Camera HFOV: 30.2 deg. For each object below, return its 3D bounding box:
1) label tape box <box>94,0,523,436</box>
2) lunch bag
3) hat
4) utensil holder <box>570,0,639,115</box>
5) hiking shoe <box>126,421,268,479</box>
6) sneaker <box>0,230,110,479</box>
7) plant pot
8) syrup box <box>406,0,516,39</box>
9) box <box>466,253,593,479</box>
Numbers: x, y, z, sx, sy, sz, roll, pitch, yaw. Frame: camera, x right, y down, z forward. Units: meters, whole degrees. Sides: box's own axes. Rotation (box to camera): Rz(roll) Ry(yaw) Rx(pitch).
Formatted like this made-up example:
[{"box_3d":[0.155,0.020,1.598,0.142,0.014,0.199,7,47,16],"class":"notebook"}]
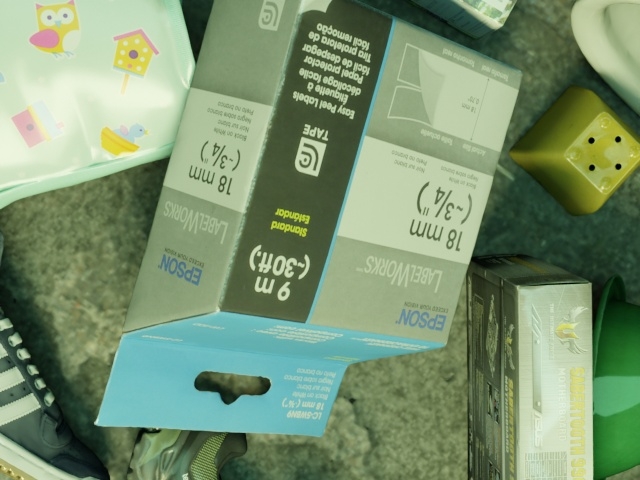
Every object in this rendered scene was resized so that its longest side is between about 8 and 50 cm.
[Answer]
[{"box_3d":[0.000,0.000,0.871,0.241,0.106,0.333,12,95,-44],"class":"label tape box"},{"box_3d":[-0.208,-0.165,0.872,0.223,0.160,0.262,-15,91,-4],"class":"lunch bag"},{"box_3d":[0.306,0.113,0.906,0.183,0.173,0.208,6,99,21],"class":"hat"},{"box_3d":[0.424,-0.226,0.840,0.327,0.327,0.385,36,90,-7],"class":"utensil holder"},{"box_3d":[-0.109,0.245,0.953,0.114,0.086,0.227,12,93,-3],"class":"hiking shoe"},{"box_3d":[-0.252,0.086,0.919,0.282,0.099,0.153,37,70,-22],"class":"sneaker"},{"box_3d":[0.216,-0.072,0.955,0.081,0.083,0.081,43,90,-7],"class":"plant pot"},{"box_3d":[0.052,-0.256,0.916,0.237,0.096,0.093,28,91,-5],"class":"syrup box"},{"box_3d":[0.158,0.133,0.919,0.056,0.183,0.231,-2,95,-5],"class":"box"}]
